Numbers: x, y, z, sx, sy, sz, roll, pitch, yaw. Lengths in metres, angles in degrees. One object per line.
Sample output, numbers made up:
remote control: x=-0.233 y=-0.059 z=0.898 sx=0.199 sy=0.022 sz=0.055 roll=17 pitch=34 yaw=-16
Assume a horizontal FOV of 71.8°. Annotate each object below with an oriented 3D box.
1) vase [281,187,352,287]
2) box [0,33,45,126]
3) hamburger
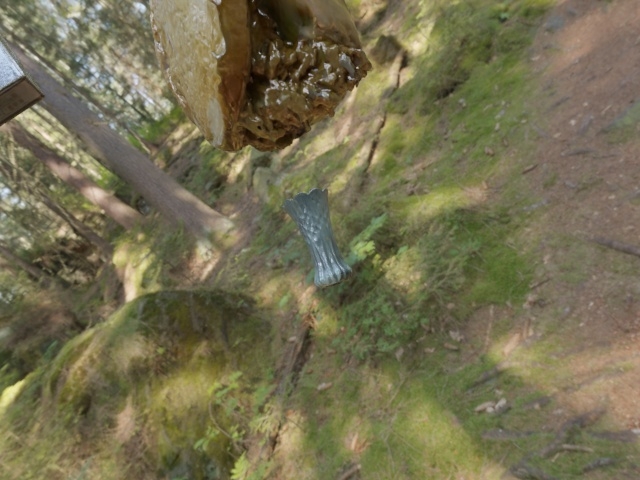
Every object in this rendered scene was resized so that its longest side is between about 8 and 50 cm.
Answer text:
vase: x=0.000 y=0.000 z=0.703 sx=0.081 sy=0.149 sz=0.081 roll=-20 pitch=-9 yaw=-3
box: x=-0.520 y=-0.146 z=0.531 sx=0.324 sy=0.180 sz=0.047 roll=-39 pitch=-20 yaw=-10
hamburger: x=-0.076 y=-0.208 z=0.413 sx=0.146 sy=0.286 sz=0.243 roll=-27 pitch=-41 yaw=-18
